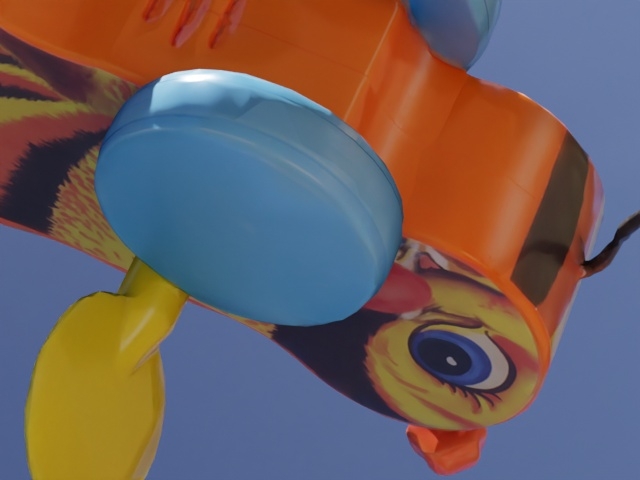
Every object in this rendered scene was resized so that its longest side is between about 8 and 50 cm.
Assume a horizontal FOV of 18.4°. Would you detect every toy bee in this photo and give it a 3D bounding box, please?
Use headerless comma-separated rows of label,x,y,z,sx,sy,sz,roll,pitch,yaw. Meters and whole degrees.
toy bee,0.000,0.000,0.486,0.195,0.298,0.162,-42,-26,-26
